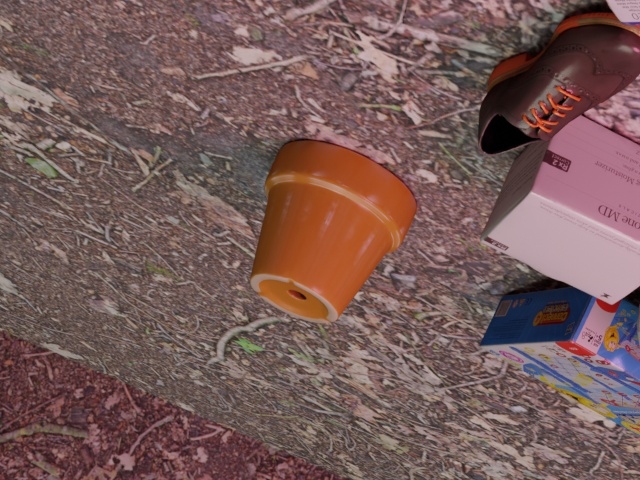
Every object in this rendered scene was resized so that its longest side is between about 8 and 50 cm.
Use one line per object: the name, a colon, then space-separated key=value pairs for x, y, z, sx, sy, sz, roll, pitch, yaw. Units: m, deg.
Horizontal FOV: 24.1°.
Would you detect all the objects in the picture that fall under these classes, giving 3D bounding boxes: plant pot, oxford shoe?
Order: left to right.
plant pot: x=0.000 y=0.000 z=2.003 sx=0.205 sy=0.188 sz=0.205 roll=21 pitch=158 yaw=9
oxford shoe: x=0.249 y=-0.150 z=1.519 sx=0.097 sy=0.098 sz=0.271 roll=30 pitch=158 yaw=-13

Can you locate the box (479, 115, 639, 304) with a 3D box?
box: x=0.304 y=-0.035 z=1.699 sx=0.181 sy=0.119 sz=0.182 roll=26 pitch=158 yaw=-4

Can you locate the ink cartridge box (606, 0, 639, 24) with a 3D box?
ink cartridge box: x=0.307 y=-0.267 z=1.260 sx=0.223 sy=0.045 sz=0.224 roll=5 pitch=152 yaw=41

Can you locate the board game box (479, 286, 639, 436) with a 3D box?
board game box: x=0.414 y=0.174 z=2.040 sx=0.302 sy=0.086 sz=0.308 roll=30 pitch=168 yaw=-11

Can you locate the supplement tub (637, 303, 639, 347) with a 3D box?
supplement tub: x=0.524 y=0.093 z=1.661 sx=0.194 sy=0.193 sz=0.316 roll=34 pitch=156 yaw=-23
